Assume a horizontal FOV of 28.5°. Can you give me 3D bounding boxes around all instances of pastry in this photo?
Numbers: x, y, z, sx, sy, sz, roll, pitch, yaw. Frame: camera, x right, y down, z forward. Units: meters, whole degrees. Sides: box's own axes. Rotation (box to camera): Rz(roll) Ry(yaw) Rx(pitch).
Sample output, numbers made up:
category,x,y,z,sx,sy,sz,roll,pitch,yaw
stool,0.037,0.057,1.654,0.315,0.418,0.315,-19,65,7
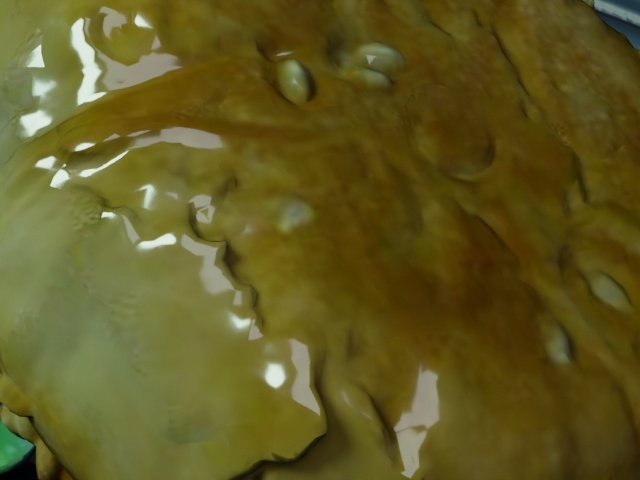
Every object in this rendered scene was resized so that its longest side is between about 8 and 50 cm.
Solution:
category,x,y,z,sx,sy,sz,roll,pitch,yaw
pastry,0.000,0.000,0.480,0.284,0.184,0.316,-11,62,-34

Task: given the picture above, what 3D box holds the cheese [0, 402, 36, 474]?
category,x,y,z,sx,sy,sz,roll,pitch,yaw
cheese,-0.217,0.075,0.469,0.320,0.083,0.204,-18,66,-29
